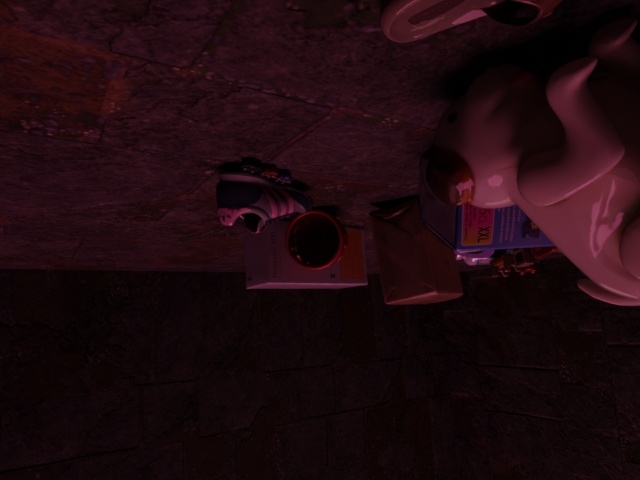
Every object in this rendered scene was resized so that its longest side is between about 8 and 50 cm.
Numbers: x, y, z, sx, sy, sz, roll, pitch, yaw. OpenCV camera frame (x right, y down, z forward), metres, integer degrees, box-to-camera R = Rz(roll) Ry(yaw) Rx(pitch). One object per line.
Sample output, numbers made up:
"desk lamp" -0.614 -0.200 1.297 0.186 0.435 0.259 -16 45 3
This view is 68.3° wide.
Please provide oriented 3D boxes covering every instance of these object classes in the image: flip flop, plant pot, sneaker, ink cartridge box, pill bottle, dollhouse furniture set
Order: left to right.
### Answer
"sneaker" -0.135 -0.078 1.162 0.112 0.131 0.318 5 176 37
"plant pot" 0.000 0.000 1.536 0.190 0.191 0.174 -6 176 17
"pill bottle" 0.711 0.032 2.045 0.263 0.147 0.146 -2 170 1
"flip flop" 0.183 -0.247 0.461 0.276 0.080 0.112 -10 168 37
"ink cartridge box" 0.428 -0.092 0.963 0.394 0.151 0.270 -4 -163 -2
"dollhouse furniture set" 0.847 0.021 1.839 0.201 0.152 0.374 0 161 -17

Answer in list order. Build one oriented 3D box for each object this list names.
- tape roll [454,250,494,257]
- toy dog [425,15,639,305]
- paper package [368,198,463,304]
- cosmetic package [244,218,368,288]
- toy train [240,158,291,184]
"tape roll" 0.534 -0.015 1.692 0.188 0.080 0.189 18 158 8
"toy dog" 0.363 -0.110 0.669 0.407 0.285 0.395 30 159 24
"paper package" 0.315 0.047 1.526 0.168 0.310 0.324 -17 166 29
"cosmetic package" -0.045 0.058 1.737 0.452 0.230 0.161 4 168 -38
"toy train" -0.116 -0.156 1.066 0.036 0.027 0.158 -22 161 31
